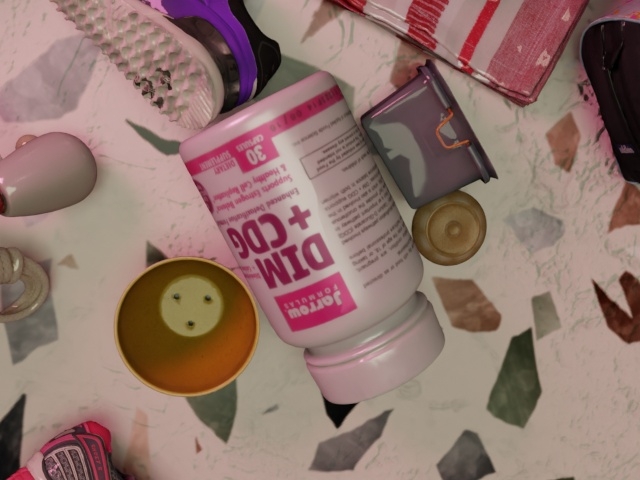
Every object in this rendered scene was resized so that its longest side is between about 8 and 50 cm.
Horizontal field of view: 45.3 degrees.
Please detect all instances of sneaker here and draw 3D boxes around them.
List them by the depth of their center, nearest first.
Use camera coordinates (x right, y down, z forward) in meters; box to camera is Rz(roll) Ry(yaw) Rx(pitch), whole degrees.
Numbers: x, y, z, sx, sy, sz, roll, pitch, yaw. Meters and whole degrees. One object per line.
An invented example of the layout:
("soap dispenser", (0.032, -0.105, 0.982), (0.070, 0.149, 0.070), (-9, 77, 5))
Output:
("sneaker", (-0.149, -0.236, 0.714), (0.146, 0.102, 0.293), (-35, 81, -37))
("sneaker", (-0.183, 0.319, 0.780), (0.112, 0.121, 0.299), (-45, 111, -30))

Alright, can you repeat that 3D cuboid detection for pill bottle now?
("pill bottle", (0.000, 0.000, 0.728), (0.160, 0.160, 0.283), (-28, 100, -2))

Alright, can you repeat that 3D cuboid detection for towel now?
("towel", (0.129, -0.311, 0.764), (0.329, 0.037, 0.237), (26, 93, -10))

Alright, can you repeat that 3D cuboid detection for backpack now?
("backpack", (0.348, -0.155, 0.747), (0.144, 0.166, 0.188), (-36, 104, -3))

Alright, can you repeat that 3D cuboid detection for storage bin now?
("storage bin", (0.104, -0.098, 0.767), (0.091, 0.098, 0.135), (-31, 101, 9))

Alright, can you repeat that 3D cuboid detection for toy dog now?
("toy dog", (-0.383, -0.044, 0.660), (0.161, 0.333, 0.220), (41, 111, 28))

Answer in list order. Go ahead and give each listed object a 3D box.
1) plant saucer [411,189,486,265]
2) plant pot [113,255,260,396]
("plant saucer", (0.140, -0.013, 0.818), (0.083, 0.015, 0.083), (-1, 98, -7))
("plant pot", (-0.129, 0.075, 0.756), (0.134, 0.095, 0.134), (-1, 98, -7))
